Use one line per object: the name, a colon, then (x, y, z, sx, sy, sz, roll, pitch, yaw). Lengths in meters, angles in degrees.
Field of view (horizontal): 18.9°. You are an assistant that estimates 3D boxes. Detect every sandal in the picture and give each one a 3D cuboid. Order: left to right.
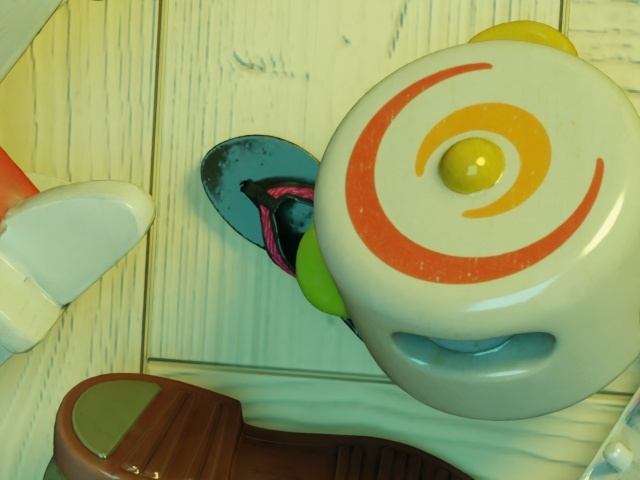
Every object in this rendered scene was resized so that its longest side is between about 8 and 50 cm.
sandal: (0.000, 0.000, 1.182, 0.179, 0.040, 0.067, 44, 97, 4)

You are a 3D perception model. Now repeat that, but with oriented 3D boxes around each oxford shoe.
oxford shoe: (-0.004, 0.193, 1.176, 0.348, 0.123, 0.130, 22, 127, 1)

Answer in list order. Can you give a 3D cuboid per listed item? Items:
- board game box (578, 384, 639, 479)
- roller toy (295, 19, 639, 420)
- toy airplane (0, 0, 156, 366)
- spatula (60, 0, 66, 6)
board game box: (0.221, 0.153, 0.942, 0.050, 0.390, 0.390, 42, 73, -22)
roller toy: (0.099, -0.011, 1.082, 0.209, 0.146, 0.191, -39, 56, -9)
toy airplane: (-0.270, -0.097, 1.123, 0.386, 0.272, 0.384, -4, 132, 2)
spatula: (-0.168, -0.226, 1.205, 0.242, 0.019, 0.168, -38, 88, 7)
